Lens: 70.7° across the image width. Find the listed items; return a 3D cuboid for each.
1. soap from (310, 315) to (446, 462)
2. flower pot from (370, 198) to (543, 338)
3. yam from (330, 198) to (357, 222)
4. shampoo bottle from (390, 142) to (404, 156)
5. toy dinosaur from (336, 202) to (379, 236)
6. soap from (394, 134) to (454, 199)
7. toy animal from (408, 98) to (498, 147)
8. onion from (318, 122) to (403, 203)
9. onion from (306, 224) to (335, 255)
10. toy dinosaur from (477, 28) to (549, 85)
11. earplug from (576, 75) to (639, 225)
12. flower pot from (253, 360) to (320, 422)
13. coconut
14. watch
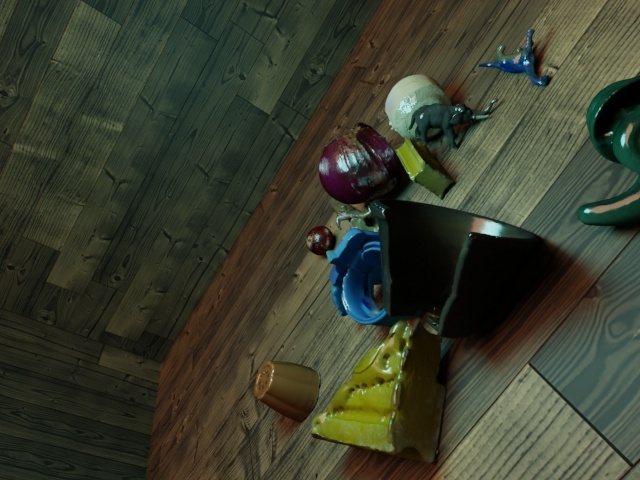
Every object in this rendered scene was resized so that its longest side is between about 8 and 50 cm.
[{"bbox_3d":[0.136,0.366,1.134,0.339,0.169,0.304,-24,43,53],"label":"soap"},{"bbox_3d":[0.283,0.060,1.037,0.379,0.380,0.251,-140,56,-67],"label":"flower pot"},{"bbox_3d":[0.110,-0.117,1.853,0.066,0.066,0.299,-59,23,7],"label":"yam"},{"bbox_3d":[0.294,-0.341,1.724,0.056,0.056,0.195,-64,24,-5],"label":"shampoo bottle"},{"bbox_3d":[0.146,-0.039,1.641,0.162,0.077,0.294,-42,37,25],"label":"toy dinosaur"},{"bbox_3d":[0.329,-0.239,1.439,0.076,0.135,0.233,-51,25,26],"label":"soap"},{"bbox_3d":[0.412,-0.369,1.419,0.270,0.137,0.082,0,41,19],"label":"toy animal"},{"bbox_3d":[0.121,-0.262,1.641,0.260,0.281,0.336,-33,24,-5],"label":"onion"},{"bbox_3d":[0.000,0.000,1.887,0.131,0.131,0.131,-46,28,33],"label":"onion"},{"bbox_3d":[0.565,-0.501,1.329,0.248,0.075,0.188,-4,68,57],"label":"toy dinosaur"},{"bbox_3d":[0.592,-0.183,0.861,0.280,0.164,0.257,-73,-14,-51],"label":"earplug"},{"bbox_3d":[-0.121,0.497,1.521,0.190,0.173,0.190,-45,31,36],"label":"flower pot"},{"bbox_3d":[0.338,-0.465,1.579,0.224,0.224,0.234,-54,31,19],"label":"coconut"},{"bbox_3d":[0.150,0.143,1.300,0.274,0.242,0.305,50,122,47],"label":"watch"}]
